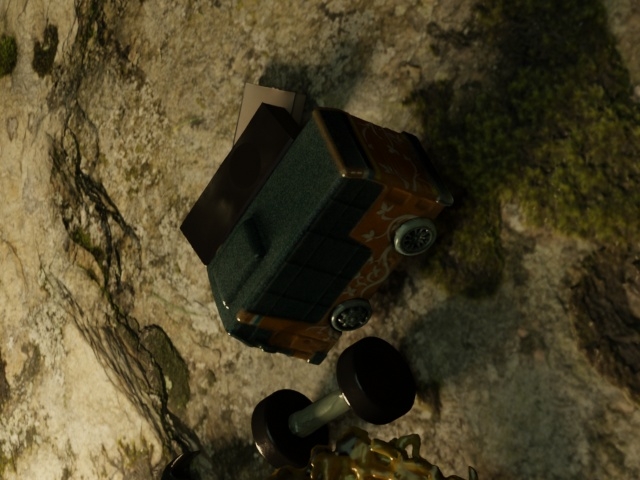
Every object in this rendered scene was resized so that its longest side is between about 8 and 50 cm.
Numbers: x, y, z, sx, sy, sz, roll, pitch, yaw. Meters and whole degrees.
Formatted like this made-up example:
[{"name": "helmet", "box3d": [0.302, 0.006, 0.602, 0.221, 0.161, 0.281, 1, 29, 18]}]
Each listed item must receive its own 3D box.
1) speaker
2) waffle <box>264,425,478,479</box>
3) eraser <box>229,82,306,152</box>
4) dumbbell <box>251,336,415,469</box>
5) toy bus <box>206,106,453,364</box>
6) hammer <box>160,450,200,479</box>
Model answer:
[{"name": "speaker", "box3d": [-0.097, -0.066, 1.383, 0.218, 0.044, 0.082, -53, 55, 26]}, {"name": "waffle", "box3d": [0.063, 0.348, 1.147, 0.329, 0.062, 0.329, -3, 82, 23]}, {"name": "eraser", "box3d": [-0.076, -0.129, 1.415, 0.104, 0.023, 0.150, 18, 98, 43]}, {"name": "dumbbell", "box3d": [0.013, 0.193, 1.249, 0.191, 0.100, 0.100, -35, 63, 35]}, {"name": "toy bus", "box3d": [0.000, 0.000, 1.216, 0.275, 0.167, 0.138, -54, 38, 27]}, {"name": "hammer", "box3d": [-0.116, 0.361, 1.402, 0.288, 0.033, 0.111, 17, 99, 43]}]
